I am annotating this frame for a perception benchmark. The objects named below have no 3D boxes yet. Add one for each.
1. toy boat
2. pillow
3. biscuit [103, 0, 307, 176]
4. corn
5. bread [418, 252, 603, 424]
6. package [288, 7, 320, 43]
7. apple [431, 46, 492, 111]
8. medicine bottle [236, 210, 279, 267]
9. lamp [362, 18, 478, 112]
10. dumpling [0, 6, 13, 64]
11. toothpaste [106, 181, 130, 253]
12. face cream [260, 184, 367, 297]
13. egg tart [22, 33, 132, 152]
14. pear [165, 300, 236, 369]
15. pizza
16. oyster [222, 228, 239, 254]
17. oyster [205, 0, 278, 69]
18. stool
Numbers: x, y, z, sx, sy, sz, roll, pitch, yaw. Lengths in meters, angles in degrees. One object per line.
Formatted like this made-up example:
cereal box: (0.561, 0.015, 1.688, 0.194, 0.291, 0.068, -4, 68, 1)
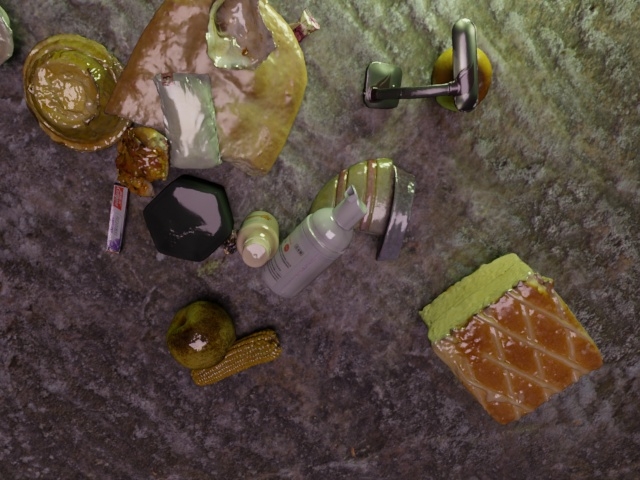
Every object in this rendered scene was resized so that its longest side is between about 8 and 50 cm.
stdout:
toy boat: (0.140, -0.107, 1.264, 0.293, 0.111, 0.276, 28, 96, -2)
pillow: (-0.315, -0.283, 1.066, 0.128, 0.051, 0.229, -9, 113, -13)
biscuit: (-0.242, -0.399, 1.122, 0.429, 0.104, 0.446, 30, 98, -18)
corn: (-0.268, 0.365, 1.378, 0.312, 0.102, 0.102, -22, 107, 4)
bread: (0.550, 0.277, 1.319, 0.371, 0.279, 0.390, -41, 106, 10)
package: (-0.051, -0.551, 1.148, 0.083, 0.029, 0.059, -33, 113, 17)
apple: (0.365, -0.422, 1.157, 0.146, 0.147, 0.163, 6, 108, -5)
medicine bottle: (-0.168, 0.001, 1.191, 0.114, 0.252, 0.114, -1, 108, -5)
lamp: (0.239, -0.426, 1.094, 0.124, 0.283, 0.203, -10, 110, -41)
dumpling: (-0.806, -0.516, 1.067, 0.150, 0.092, 0.176, 21, 105, -7)
toothpaste: (-0.575, -0.063, 1.254, 0.047, 0.040, 0.196, 12, 105, -10)
face cream: (0.000, 0.000, 1.206, 0.145, 0.145, 0.369, 40, 119, -14)
egg tart: (-0.622, -0.367, 1.119, 0.290, 0.115, 0.290, -1, 107, -2)
pear: (-0.344, 0.282, 1.299, 0.197, 0.197, 0.197, -1, 107, -4)
pizza: (-0.462, -0.194, 1.113, 0.085, 0.305, 0.161, -23, 90, -40)
oyster: (-0.259, 0.008, 1.308, 0.054, 0.019, 0.083, 33, 102, -14)
oyster: (-0.191, -0.515, 1.017, 0.161, 0.107, 0.233, -7, 111, -26)
stool: (-0.352, -0.063, 1.217, 0.232, 0.141, 0.232, -1, 106, -4)
